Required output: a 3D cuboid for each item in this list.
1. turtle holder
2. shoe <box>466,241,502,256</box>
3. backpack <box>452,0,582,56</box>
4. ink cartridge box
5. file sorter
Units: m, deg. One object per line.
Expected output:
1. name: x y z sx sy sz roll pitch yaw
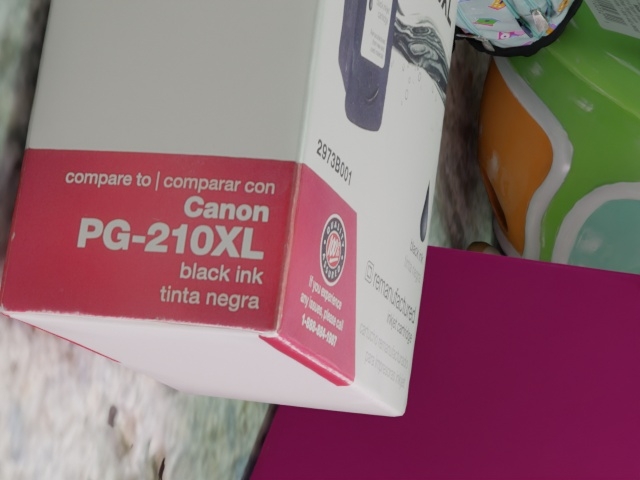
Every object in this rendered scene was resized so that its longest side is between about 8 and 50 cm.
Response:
1. turtle holder: 0.252 -0.075 1.071 0.320 0.243 0.227 -7 132 -44
2. shoe: 0.130 0.103 1.098 0.076 0.058 0.219 -49 139 -61
3. backpack: 0.103 -0.192 0.876 0.182 0.115 0.152 24 73 -68
4. ink cartridge box: -0.018 -0.068 0.557 0.172 0.100 0.237 42 53 -68
5. file sorter: 0.078 0.172 0.744 0.182 0.202 0.290 82 22 -44
